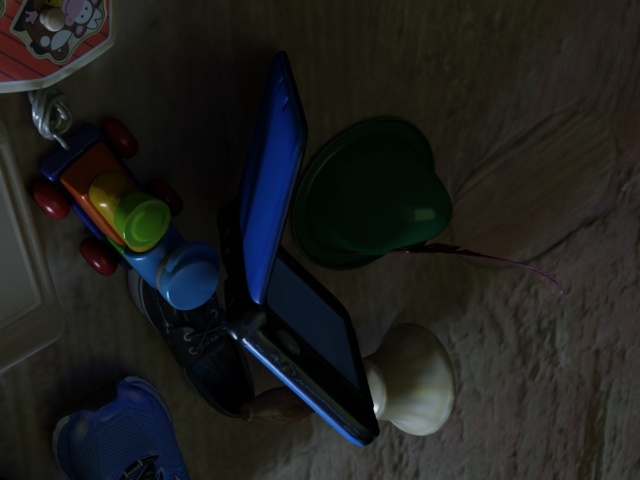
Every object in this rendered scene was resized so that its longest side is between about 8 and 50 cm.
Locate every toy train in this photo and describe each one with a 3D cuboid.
[{"bbox_3d":[-0.185,-0.045,1.383,0.105,0.143,0.248,-43,135,-9],"label":"toy train"}]

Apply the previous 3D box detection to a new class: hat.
[{"bbox_3d":[0.105,-0.015,1.602,0.208,0.183,0.173,-25,129,-24],"label":"hat"}]

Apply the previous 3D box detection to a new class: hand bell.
[{"bbox_3d":[0.016,0.163,1.668,0.242,0.126,0.126,-6,120,-42],"label":"hand bell"}]

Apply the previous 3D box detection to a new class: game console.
[{"bbox_3d":[0.000,0.000,1.430,0.173,0.293,0.250,-43,109,11],"label":"game console"}]

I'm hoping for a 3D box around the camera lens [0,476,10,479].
[{"bbox_3d":[-0.324,0.376,1.485,0.274,0.219,0.219,-49,135,-3],"label":"camera lens"}]

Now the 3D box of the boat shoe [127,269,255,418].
[{"bbox_3d":[-0.120,0.096,1.571,0.080,0.076,0.228,-33,133,-17],"label":"boat shoe"}]

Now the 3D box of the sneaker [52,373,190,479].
[{"bbox_3d":[-0.164,0.272,1.598,0.130,0.147,0.330,-33,132,-18],"label":"sneaker"}]

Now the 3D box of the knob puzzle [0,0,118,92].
[{"bbox_3d":[-0.236,-0.206,1.300,0.213,0.030,0.213,-17,117,-36],"label":"knob puzzle"}]

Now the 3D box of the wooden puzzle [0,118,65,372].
[{"bbox_3d":[-0.347,0.030,1.372,0.221,0.044,0.239,-31,127,-26],"label":"wooden puzzle"}]
